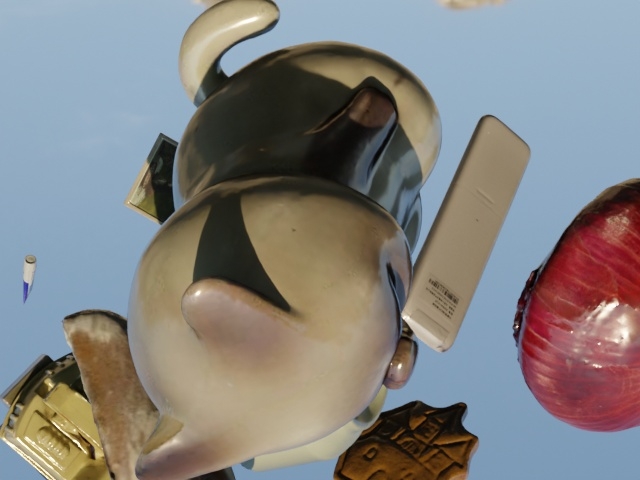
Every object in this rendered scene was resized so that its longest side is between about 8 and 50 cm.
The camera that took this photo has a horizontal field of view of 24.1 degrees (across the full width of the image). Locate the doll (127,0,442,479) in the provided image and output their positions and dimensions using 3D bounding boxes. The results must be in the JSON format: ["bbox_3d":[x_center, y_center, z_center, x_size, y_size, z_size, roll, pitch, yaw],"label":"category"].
[{"bbox_3d":[-0.019,-0.002,1.108,0.226,0.215,0.370,17,-140,-12],"label":"doll"}]

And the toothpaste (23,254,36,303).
[{"bbox_3d":[-0.347,0.047,1.789,0.015,0.083,0.024,21,-126,2],"label":"toothpaste"}]

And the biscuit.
[{"bbox_3d":[0.132,0.297,2.124,0.182,0.034,0.215,29,-122,38],"label":"biscuit"}]

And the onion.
[{"bbox_3d":[0.289,0.064,1.370,0.248,0.248,0.161,-9,-156,-13],"label":"onion"}]

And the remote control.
[{"bbox_3d":[0.135,-0.010,1.419,0.029,0.067,0.261,-29,-152,51],"label":"remote control"}]

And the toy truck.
[{"bbox_3d":[-0.268,0.331,2.106,0.180,0.405,0.254,-45,-169,-13],"label":"toy truck"}]

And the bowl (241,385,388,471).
[{"bbox_3d":[-0.004,0.121,1.429,0.112,0.211,0.211,3,-154,26],"label":"bowl"}]

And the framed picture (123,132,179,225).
[{"bbox_3d":[-0.165,-0.062,1.614,0.066,0.089,0.006,30,-173,8],"label":"framed picture"}]

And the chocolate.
[{"bbox_3d":[-0.137,0.172,1.334,0.080,0.157,0.254,-27,-116,4],"label":"chocolate"}]
